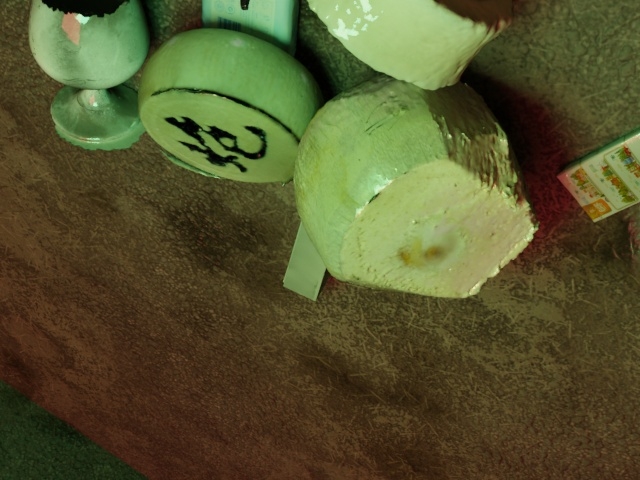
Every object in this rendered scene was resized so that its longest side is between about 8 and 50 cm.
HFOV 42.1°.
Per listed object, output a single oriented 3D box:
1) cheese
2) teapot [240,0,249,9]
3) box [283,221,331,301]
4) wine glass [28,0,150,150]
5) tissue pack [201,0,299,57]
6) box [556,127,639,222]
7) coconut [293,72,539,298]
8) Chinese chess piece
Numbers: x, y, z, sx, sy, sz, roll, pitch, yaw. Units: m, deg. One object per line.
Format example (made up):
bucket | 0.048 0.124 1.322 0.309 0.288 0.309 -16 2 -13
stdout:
cheese | 0.126 -0.398 1.224 0.292 0.332 0.153 19 141 -26
teapot | -0.127 -0.460 1.327 0.087 0.096 0.177 6 124 18
box | 0.000 0.000 1.751 0.086 0.129 0.225 26 135 7
wine glass | -0.441 -0.362 1.613 0.238 0.238 0.323 23 145 9
tissue pack | -0.119 -0.446 1.462 0.177 0.089 0.263 17 132 11
box | 0.533 -0.121 1.429 0.122 0.032 0.220 46 133 -15
coconut | 0.141 -0.108 1.431 0.404 0.405 0.405 15 133 17
Chinese chess piece | -0.165 -0.236 1.538 0.349 0.147 0.349 13 157 6
